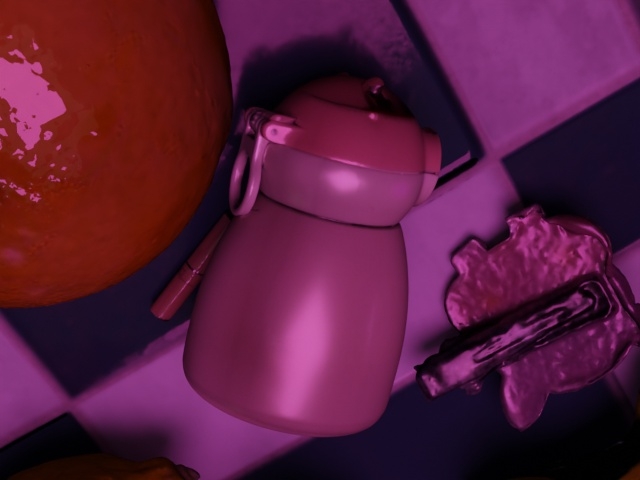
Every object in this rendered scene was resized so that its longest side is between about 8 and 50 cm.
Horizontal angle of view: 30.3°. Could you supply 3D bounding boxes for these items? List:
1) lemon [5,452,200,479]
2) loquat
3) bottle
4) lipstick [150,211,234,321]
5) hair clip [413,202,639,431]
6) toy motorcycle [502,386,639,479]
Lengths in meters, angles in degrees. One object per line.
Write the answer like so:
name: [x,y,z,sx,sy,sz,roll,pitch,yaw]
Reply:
lemon: [-0.185,0.253,0.864,0.184,0.184,0.248,40,102,-21]
loquat: [-0.180,-0.092,0.679,0.263,0.263,0.263,-3,113,-7]
bottle: [0.000,0.000,0.806,0.148,0.147,0.236,12,103,-12]
lipstick: [-0.090,0.019,0.863,0.019,0.019,0.094,34,104,-19]
hair clip: [0.153,0.059,0.878,0.187,0.056,0.146,-34,90,15]
toy motorcycle: [0.270,0.159,0.893,0.342,0.206,0.142,-33,147,16]
